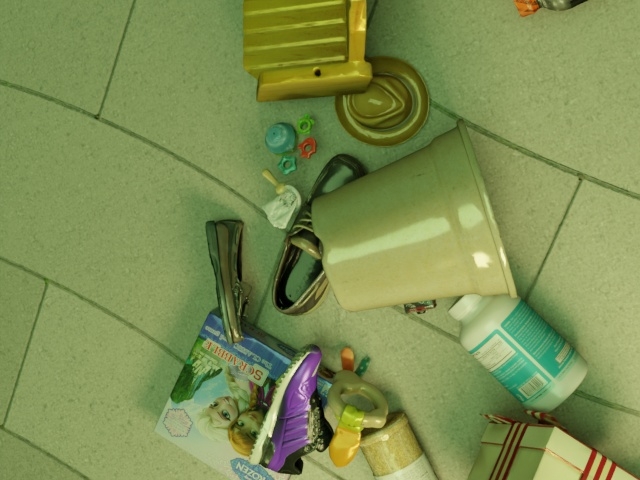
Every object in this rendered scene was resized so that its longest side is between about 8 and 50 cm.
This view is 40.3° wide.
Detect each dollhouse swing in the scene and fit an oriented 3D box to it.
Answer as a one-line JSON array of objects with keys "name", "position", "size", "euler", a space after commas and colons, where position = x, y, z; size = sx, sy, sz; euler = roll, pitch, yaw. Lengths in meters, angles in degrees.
[{"name": "dollhouse swing", "position": [-0.039, -0.463, 1.571], "size": [0.315, 0.305, 0.346], "euler": [-2, 84, 16]}]

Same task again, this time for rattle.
[{"name": "rattle", "position": [0.060, 0.335, 1.775], "size": [0.130, 0.199, 0.142], "euler": [-7, 122, -12]}]

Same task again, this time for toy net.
[{"name": "toy net", "position": [-0.059, -0.135, 1.758], "size": [0.122, 0.045, 0.232], "euler": [-6, 76, 19]}]

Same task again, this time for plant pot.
[{"name": "plant pot", "position": [0.158, -0.016, 1.579], "size": [0.305, 0.334, 0.333], "euler": [-17, 93, 10]}]

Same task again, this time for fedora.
[{"name": "fedora", "position": [0.114, -0.272, 1.710], "size": [0.194, 0.079, 0.194], "euler": [2, 99, 15]}]

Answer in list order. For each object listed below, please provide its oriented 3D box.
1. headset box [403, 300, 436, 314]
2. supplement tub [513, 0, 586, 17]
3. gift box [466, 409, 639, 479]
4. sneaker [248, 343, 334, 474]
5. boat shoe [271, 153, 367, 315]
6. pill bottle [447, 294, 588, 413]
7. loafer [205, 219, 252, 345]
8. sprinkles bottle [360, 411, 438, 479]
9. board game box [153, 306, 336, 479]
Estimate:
[{"name": "headset box", "position": [0.197, 0.108, 1.766], "size": [0.062, 0.032, 0.083], "euler": [-13, 95, 18]}, {"name": "supplement tub", "position": [0.472, -0.532, 1.499], "size": [0.338, 0.207, 0.207], "euler": [-23, 91, 19]}, {"name": "gift box", "position": [0.397, 0.464, 1.602], "size": [0.255, 0.276, 0.258], "euler": [35, 72, -17]}, {"name": "sneaker", "position": [-0.031, 0.352, 1.774], "size": [0.146, 0.102, 0.293], "euler": [24, 108, 4]}, {"name": "boat shoe", "position": [0.000, 0.000, 1.756], "size": [0.132, 0.130, 0.355], "euler": [22, 104, 12]}, {"name": "pill bottle", "position": [0.369, 0.196, 1.668], "size": [0.264, 0.146, 0.146], "euler": [45, 107, 6]}, {"name": "loafer", "position": [-0.180, 0.080, 1.818], "size": [0.084, 0.096, 0.267], "euler": [-10, 77, -8]}, {"name": "sprinkles bottle", "position": [0.199, 0.532, 1.780], "size": [0.121, 0.121, 0.355], "euler": [-27, 90, 18]}, {"name": "board game box", "position": [-0.161, 0.356, 1.889], "size": [0.319, 0.066, 0.318], "euler": [28, 105, 10]}]
